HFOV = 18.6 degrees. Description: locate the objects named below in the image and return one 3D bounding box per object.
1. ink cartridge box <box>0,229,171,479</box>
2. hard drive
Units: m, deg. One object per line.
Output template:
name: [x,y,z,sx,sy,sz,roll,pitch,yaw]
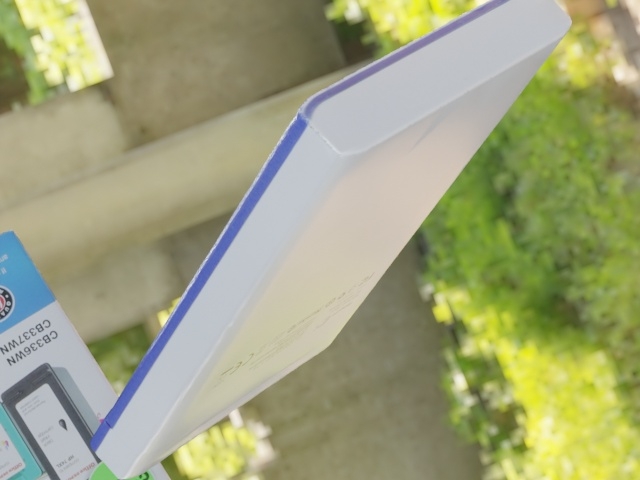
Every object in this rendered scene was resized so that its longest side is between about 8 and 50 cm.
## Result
ink cartridge box: [-0.249,0.172,1.381,0.270,0.198,0.197,57,151,-1]
hard drive: [0.000,0.000,1.122,0.040,0.210,0.319,47,136,12]
